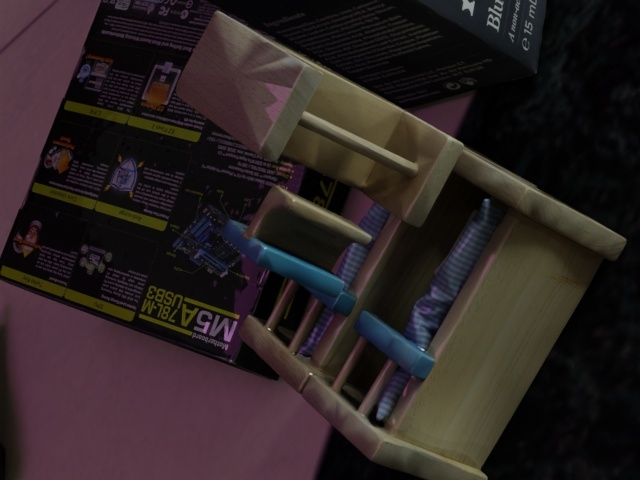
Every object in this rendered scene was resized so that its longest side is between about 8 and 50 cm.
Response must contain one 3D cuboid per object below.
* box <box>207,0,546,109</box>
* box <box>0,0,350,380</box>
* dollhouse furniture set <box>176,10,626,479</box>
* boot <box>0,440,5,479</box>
[{"bbox_3d":[0.029,-0.166,0.782,0.093,0.158,0.156,-10,63,47],"label":"box"},{"bbox_3d":[-0.070,-0.038,0.894,0.191,0.045,0.184,15,84,39],"label":"box"},{"bbox_3d":[0.000,0.000,0.702,0.129,0.184,0.129,37,100,52],"label":"dollhouse furniture set"},{"bbox_3d":[-0.270,0.130,1.061,0.198,0.077,0.137,-28,44,21],"label":"boot"}]
